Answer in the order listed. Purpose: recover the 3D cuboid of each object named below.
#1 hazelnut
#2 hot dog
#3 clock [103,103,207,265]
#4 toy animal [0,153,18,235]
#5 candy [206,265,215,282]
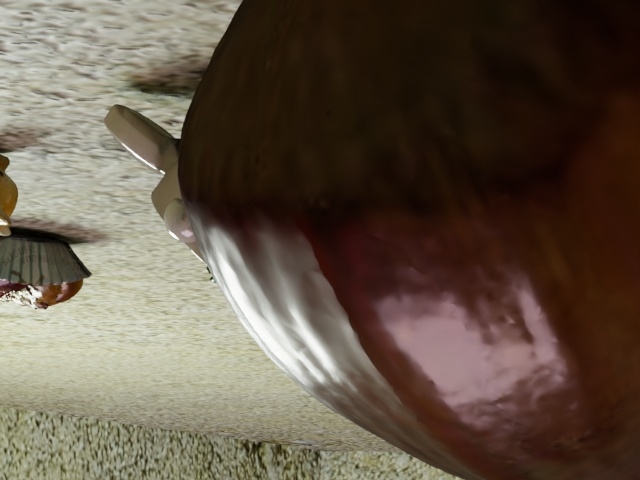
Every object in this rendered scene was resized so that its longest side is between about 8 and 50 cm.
[{"bbox_3d":[0.055,-0.014,0.601,0.210,0.210,0.186,-1,173,32],"label":"hazelnut"},{"bbox_3d":[-0.247,0.027,1.410,0.108,0.059,0.191,6,169,-39],"label":"hot dog"},{"bbox_3d":[0.000,0.000,0.903,0.229,0.063,0.155,37,-174,7],"label":"clock"},{"bbox_3d":[-0.204,-0.016,1.086,0.083,0.081,0.060,24,170,7],"label":"toy animal"},{"bbox_3d":[0.021,0.025,1.222,0.141,0.078,0.203,19,179,-15],"label":"candy"}]
